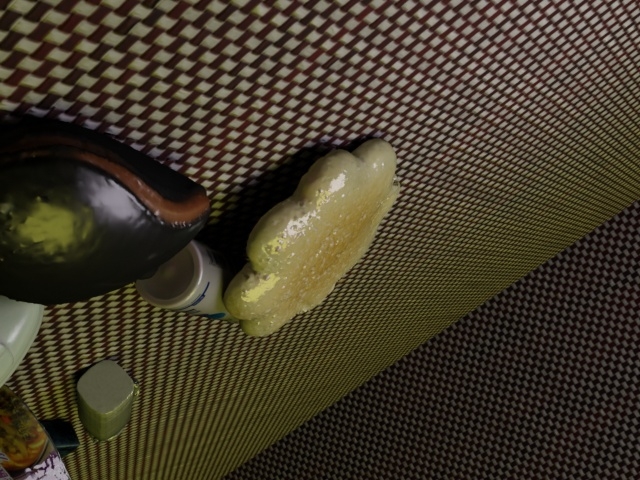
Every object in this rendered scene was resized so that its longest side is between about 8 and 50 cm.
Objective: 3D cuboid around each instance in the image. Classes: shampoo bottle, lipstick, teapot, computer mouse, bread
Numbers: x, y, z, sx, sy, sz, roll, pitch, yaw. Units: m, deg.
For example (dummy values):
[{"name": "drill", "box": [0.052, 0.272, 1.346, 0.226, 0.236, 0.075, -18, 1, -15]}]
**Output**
[{"name": "shampoo bottle", "box": [-0.133, 0.058, 1.195, 0.092, 0.092, 0.303, -33, 163, 8]}, {"name": "lipstick", "box": [-0.485, 0.309, 1.399, 0.051, 0.051, 0.312, -34, 160, 14]}, {"name": "teapot", "box": [-0.327, 0.247, 1.446, 0.107, 0.077, 0.200, -44, 170, -28]}, {"name": "computer mouse", "box": [-0.215, -0.008, 0.843, 0.182, 0.116, 0.323, -31, 163, 13]}, {"name": "bread", "box": [0.000, 0.000, 1.178, 0.316, 0.054, 0.316, -43, 161, -19]}]

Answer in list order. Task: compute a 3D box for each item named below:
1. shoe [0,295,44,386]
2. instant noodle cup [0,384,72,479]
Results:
[{"name": "shoe", "box": [-0.363, 0.119, 0.772, 0.160, 0.132, 0.363, -38, -172, 50]}, {"name": "instant noodle cup", "box": [-0.458, 0.333, 1.085, 0.266, 0.340, 0.340, -27, 164, -38]}]
